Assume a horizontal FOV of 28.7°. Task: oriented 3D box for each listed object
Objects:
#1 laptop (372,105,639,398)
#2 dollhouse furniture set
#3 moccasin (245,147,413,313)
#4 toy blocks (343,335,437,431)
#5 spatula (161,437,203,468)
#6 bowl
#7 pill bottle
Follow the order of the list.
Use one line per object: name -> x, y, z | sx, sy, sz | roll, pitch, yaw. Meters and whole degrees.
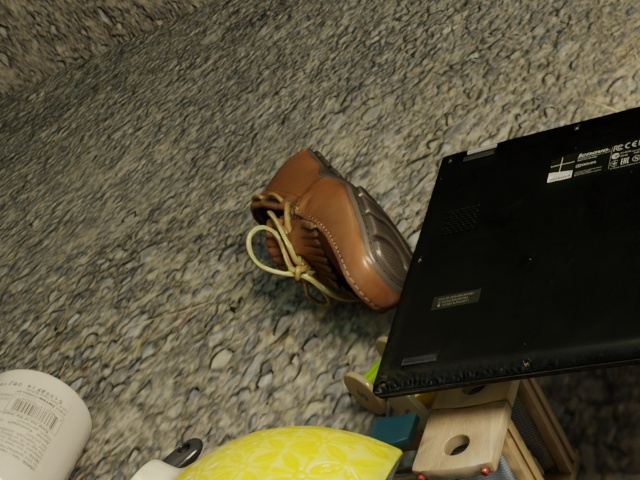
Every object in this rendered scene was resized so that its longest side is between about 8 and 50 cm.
laptop -> 0.303, 0.008, 1.012 | 0.381, 0.236, 0.408 | -13, 39, 34
dollhouse furniture set -> 0.088, 0.185, 0.987 | 0.183, 0.129, 0.129 | -13, 31, 31
moccasin -> -0.002, -0.002, 1.408 | 0.147, 0.139, 0.380 | -39, 29, -2
toy blocks -> 0.109, 0.105, 1.192 | 0.148, 0.054, 0.123 | -43, 29, -22
spatula -> -0.215, 0.303, 1.195 | 0.296, 0.030, 0.084 | -49, 30, -11
bowl -> -0.076, 0.239, 0.862 | 0.156, 0.289, 0.289 | 26, 49, 9
pill bottle -> -0.342, 0.256, 1.323 | 0.131, 0.131, 0.229 | -18, 29, 26
